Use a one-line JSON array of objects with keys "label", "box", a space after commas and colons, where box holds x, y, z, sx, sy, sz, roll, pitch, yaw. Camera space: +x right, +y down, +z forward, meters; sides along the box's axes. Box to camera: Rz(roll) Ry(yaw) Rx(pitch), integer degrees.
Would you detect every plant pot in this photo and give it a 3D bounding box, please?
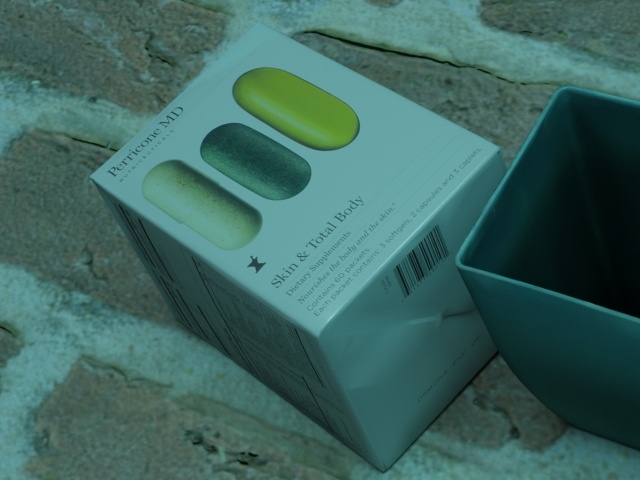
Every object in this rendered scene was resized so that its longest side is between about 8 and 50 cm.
[{"label": "plant pot", "box": [0.221, 0.044, 1.061, 0.166, 0.234, 0.165, 18, 60, 29]}]

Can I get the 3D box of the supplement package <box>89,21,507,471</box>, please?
[{"label": "supplement package", "box": [0.000, 0.000, 1.199, 0.263, 0.198, 0.199, 32, 69, 36]}]
